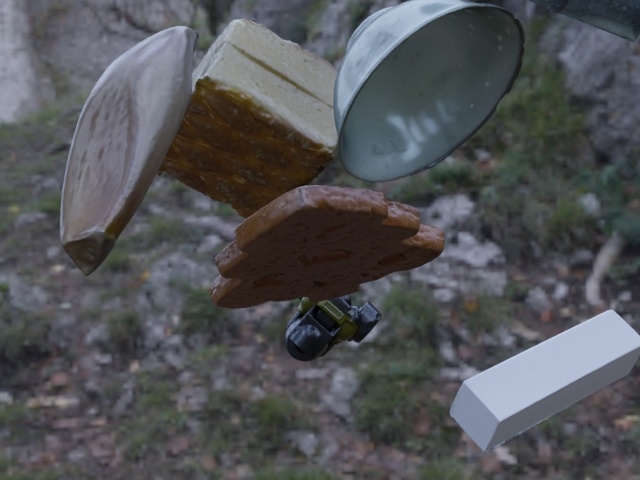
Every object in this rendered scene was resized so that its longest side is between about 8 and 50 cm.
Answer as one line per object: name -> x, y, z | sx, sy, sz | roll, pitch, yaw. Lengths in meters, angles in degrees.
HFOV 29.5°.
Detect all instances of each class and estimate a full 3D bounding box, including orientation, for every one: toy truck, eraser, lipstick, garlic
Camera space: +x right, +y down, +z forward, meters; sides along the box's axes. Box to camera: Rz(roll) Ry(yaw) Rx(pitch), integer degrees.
toy truck -> 0.000, 0.149, 2.196 | 0.147, 0.165, 0.224 | 41, -6, 1
eraser -> 0.323, 0.194, 1.710 | 0.298, 0.076, 0.078 | -21, 54, -31
lipstick -> 0.298, -0.351, 1.605 | 0.290, 0.076, 0.077 | 18, 33, -8
garlic -> -0.218, -0.107, 1.350 | 0.112, 0.318, 0.143 | 24, -30, -25

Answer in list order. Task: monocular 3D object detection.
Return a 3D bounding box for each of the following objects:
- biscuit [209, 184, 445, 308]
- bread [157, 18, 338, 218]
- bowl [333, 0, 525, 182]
biscuit -> 0.000, 0.000, 1.352 | 0.284, 0.043, 0.306 | -12, -21, 1
bread -> -0.121, -0.209, 2.154 | 0.279, 0.207, 0.279 | 30, -38, -9
bowl -> 0.120, -0.241, 1.709 | 0.313, 0.313, 0.146 | -4, 46, -42
